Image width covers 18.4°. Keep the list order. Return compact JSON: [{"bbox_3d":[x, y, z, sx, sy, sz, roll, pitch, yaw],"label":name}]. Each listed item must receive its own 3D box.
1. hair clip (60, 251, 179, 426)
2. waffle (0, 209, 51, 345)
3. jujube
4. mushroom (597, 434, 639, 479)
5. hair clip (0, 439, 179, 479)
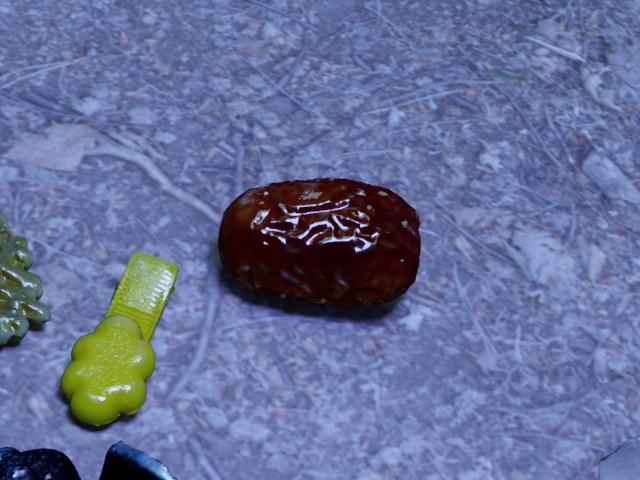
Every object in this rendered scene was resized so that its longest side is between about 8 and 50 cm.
[{"bbox_3d":[-0.160,0.083,1.627,0.072,0.046,0.173,17,45,6],"label":"hair clip"},{"bbox_3d":[-0.317,0.027,1.642,0.169,0.036,0.183,-14,52,-31],"label":"waffle"},{"bbox_3d":[0.000,0.000,1.717,0.176,0.109,0.112,6,10,-8],"label":"jujube"},{"bbox_3d":[0.333,0.180,1.651,0.223,0.092,0.081,-11,21,-36],"label":"mushroom"},{"bbox_3d":[-0.178,0.257,1.347,0.310,0.194,0.206,39,54,21],"label":"hair clip"}]
